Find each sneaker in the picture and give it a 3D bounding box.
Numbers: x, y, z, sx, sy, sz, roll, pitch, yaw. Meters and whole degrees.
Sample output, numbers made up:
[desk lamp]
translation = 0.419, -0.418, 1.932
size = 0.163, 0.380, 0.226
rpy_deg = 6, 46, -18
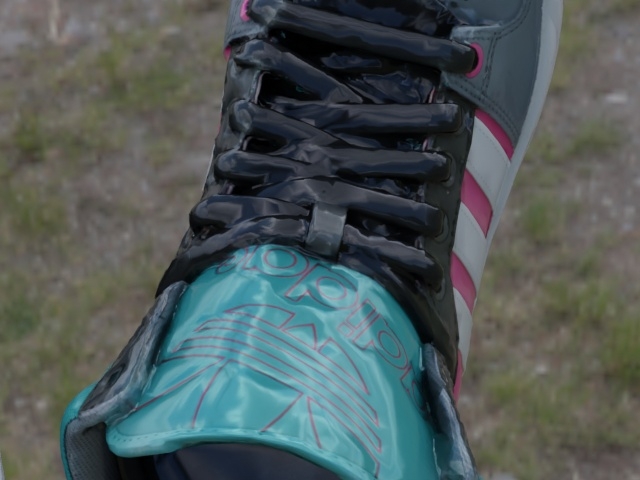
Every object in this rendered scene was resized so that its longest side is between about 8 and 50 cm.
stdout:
[sneaker]
translation = 0.000, 0.000, 0.535
size = 0.124, 0.295, 0.178
rpy_deg = 9, 23, 4

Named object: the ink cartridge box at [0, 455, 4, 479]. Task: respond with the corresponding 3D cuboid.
[ink cartridge box]
translation = -0.212, 0.053, 0.682
size = 0.176, 0.069, 0.371
rpy_deg = 11, 34, -25
